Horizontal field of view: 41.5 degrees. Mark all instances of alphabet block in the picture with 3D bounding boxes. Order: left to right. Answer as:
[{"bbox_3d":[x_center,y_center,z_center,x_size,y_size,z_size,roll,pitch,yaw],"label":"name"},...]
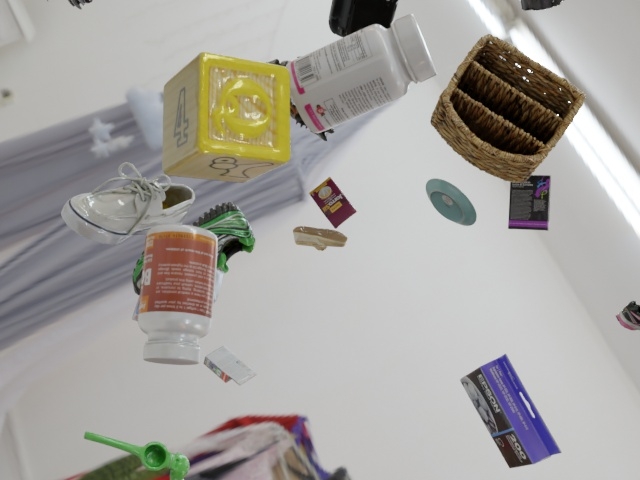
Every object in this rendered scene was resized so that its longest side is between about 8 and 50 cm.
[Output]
[{"bbox_3d":[-0.183,-0.227,1.620,0.197,0.192,0.194,-15,-105,58],"label":"alphabet block"}]

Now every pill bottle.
[{"bbox_3d":[-0.235,0.091,1.386,0.121,0.121,0.216,87,5,-74],"label":"pill bottle"},{"bbox_3d":[0.084,-0.345,1.741,0.160,0.283,0.161,-21,90,-77],"label":"pill bottle"}]

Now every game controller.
[{"bbox_3d":[0.124,-0.651,2.140,0.067,0.166,0.319,-95,-165,-48],"label":"game controller"}]

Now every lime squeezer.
[{"bbox_3d":[-0.330,0.434,1.691,0.109,0.059,0.310,11,-23,37],"label":"lime squeezer"}]

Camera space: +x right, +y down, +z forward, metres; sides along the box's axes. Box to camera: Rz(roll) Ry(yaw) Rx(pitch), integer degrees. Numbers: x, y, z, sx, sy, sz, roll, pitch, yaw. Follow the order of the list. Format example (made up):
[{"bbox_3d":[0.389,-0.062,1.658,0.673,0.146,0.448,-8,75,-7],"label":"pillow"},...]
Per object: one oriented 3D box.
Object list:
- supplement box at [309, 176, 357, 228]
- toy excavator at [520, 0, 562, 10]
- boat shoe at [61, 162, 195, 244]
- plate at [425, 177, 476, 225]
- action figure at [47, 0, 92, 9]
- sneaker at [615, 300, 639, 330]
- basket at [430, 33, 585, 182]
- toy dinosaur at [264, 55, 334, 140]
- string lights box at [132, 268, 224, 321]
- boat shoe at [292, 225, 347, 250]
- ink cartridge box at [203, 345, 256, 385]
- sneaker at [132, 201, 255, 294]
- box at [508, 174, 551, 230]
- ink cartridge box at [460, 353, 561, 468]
[{"bbox_3d":[0.023,-0.073,1.614,0.043,0.055,0.083,48,5,-48],"label":"supplement box"},{"bbox_3d":[0.539,-0.776,2.235,0.445,0.432,0.223,21,-47,52],"label":"toy excavator"},{"bbox_3d":[-0.385,-0.087,1.811,0.136,0.156,0.367,47,21,19],"label":"boat shoe"},{"bbox_3d":[0.383,-0.108,2.525,0.188,0.024,0.188,38,-20,17],"label":"plate"},{"bbox_3d":[-0.440,-0.527,1.576,0.099,0.284,0.186,128,-56,-76],"label":"action figure"},{"bbox_3d":[0.891,0.213,2.268,0.072,0.178,0.077,-89,-162,-51],"label":"sneaker"},{"bbox_3d":[0.439,-0.309,2.048,0.299,0.213,0.223,36,-29,5],"label":"basket"},{"bbox_3d":[-0.053,-0.368,2.010,0.218,0.164,0.322,27,7,-26],"label":"toy dinosaur"},{"bbox_3d":[-0.324,0.125,1.899,0.259,0.133,0.077,-45,-152,55],"label":"string lights box"},{"bbox_3d":[0.000,0.000,2.493,0.063,0.170,0.059,-44,140,-54],"label":"boat shoe"},{"bbox_3d":[-0.212,0.301,1.981,0.115,0.062,0.029,36,-52,23],"label":"ink cartridge box"},{"bbox_3d":[-0.319,0.040,2.138,0.146,0.343,0.134,50,-17,23],"label":"sneaker"},{"bbox_3d":[0.613,-0.112,2.477,0.029,0.116,0.162,-4,97,-66],"label":"box"},{"bbox_3d":[0.361,0.335,1.634,0.206,0.045,0.208,62,-15,14],"label":"ink cartridge box"}]
